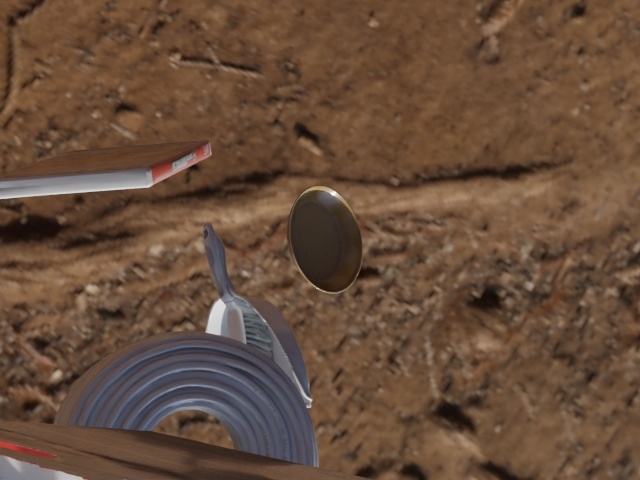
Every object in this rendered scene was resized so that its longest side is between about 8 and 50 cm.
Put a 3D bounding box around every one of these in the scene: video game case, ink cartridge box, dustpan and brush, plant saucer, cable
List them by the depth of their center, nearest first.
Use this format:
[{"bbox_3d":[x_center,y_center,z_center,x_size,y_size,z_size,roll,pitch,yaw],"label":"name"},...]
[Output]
[{"bbox_3d":[-0.097,0.125,0.633,0.224,0.181,0.056,14,83,-55],"label":"ink cartridge box"},{"bbox_3d":[0.000,0.000,0.982,0.083,0.015,0.083,15,69,-45],"label":"plant saucer"},{"bbox_3d":[-0.130,0.215,1.242,0.257,0.089,0.257,-1,83,-16],"label":"cable"},{"bbox_3d":[-0.088,0.083,1.389,0.060,0.147,0.211,-4,83,-40],"label":"dustpan and brush"},{"bbox_3d":[-0.268,-0.091,1.603,0.285,0.204,0.025,-50,135,-75],"label":"video game case"}]
